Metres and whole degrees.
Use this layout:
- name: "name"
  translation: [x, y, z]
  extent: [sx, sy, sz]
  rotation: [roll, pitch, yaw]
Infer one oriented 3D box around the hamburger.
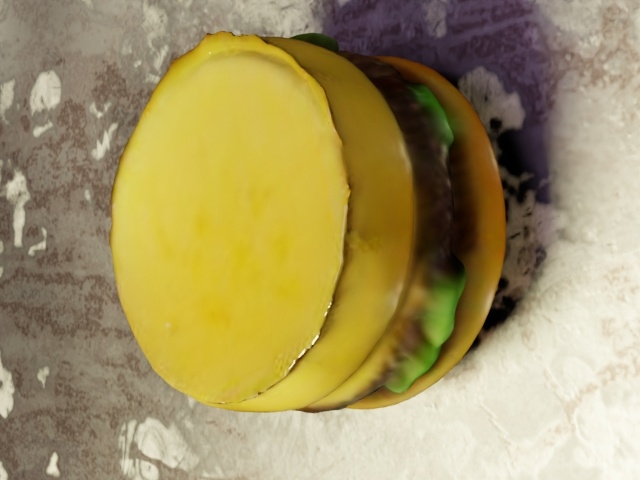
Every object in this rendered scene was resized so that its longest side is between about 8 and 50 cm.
- name: "hamburger"
  translation: [0.000, 0.000, 1.639]
  extent: [0.396, 0.277, 0.395]
  rotation: [-5, 83, 46]
